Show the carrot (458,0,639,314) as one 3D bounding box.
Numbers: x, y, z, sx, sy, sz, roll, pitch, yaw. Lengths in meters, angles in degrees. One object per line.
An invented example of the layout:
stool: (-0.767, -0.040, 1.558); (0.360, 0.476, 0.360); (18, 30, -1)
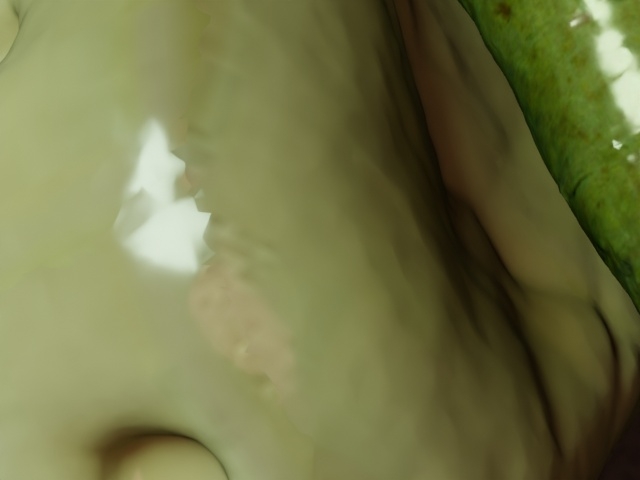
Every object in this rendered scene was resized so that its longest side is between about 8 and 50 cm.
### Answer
carrot: (0.036, -0.114, 0.425); (0.074, 0.074, 0.359); (-24, 62, 9)

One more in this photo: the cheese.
cheese: (0.000, 0.000, 0.445); (0.117, 0.218, 0.235); (-29, 58, 30)
